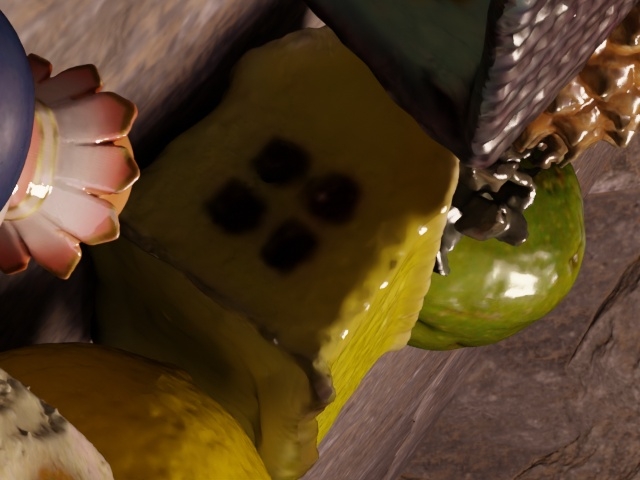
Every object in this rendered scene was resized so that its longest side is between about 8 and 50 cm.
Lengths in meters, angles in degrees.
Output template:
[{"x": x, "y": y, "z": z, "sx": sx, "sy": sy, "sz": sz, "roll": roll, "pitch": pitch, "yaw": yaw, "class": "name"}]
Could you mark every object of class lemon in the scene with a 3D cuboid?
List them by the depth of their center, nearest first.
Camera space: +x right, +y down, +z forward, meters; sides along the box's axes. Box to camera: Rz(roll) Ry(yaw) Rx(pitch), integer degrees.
[{"x": -0.129, "y": 0.163, "z": 0.682, "sx": 0.233, "sy": 0.233, "sz": 0.288, "roll": -52, "pitch": 177, "yaw": -5, "class": "lemon"}]

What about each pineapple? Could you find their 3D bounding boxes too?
[{"x": 0.132, "y": -0.119, "z": 0.927, "sx": 0.357, "sy": 0.223, "sz": 0.223, "roll": -50, "pitch": 169, "yaw": 29, "class": "pineapple"}]

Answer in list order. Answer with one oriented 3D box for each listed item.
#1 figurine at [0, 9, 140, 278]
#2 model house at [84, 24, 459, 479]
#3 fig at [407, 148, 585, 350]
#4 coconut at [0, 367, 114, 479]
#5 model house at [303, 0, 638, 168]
[{"x": -0.126, "y": -0.044, "z": 0.454, "sx": 0.195, "sy": 0.102, "sz": 0.111, "roll": 13, "pitch": 80, "yaw": -71, "class": "figurine"}, {"x": 0.000, "y": 0.000, "z": 0.799, "sx": 0.234, "sy": 0.175, "sz": 0.193, "roll": -43, "pitch": 163, "yaw": -24, "class": "model house"}, {"x": 0.079, "y": -0.007, "z": 1.097, "sx": 0.275, "sy": 0.206, "sz": 0.206, "roll": 3, "pitch": 126, "yaw": -46, "class": "fig"}, {"x": -0.169, "y": 0.118, "z": 0.421, "sx": 0.241, "sy": 0.241, "sz": 0.241, "roll": -49, "pitch": 165, "yaw": -17, "class": "coconut"}, {"x": 0.109, "y": -0.157, "z": 0.498, "sx": 0.280, "sy": 0.230, "sz": 0.249, "roll": -48, "pitch": 130, "yaw": -15, "class": "model house"}]
